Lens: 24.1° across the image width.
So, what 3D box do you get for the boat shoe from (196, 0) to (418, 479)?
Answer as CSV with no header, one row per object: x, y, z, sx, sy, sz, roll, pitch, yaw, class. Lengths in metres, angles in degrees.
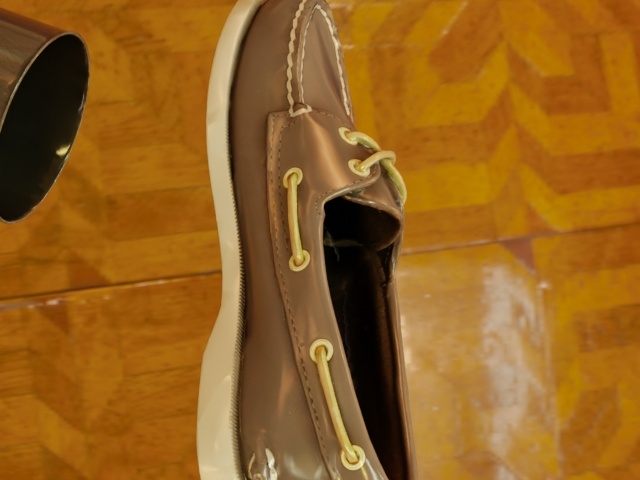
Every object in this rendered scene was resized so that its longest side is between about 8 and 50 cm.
0.000,0.000,0.801,0.116,0.096,0.324,43,41,-51,boat shoe

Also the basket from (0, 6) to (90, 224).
-0.328,-0.140,1.248,0.226,0.204,0.154,26,61,7,basket
